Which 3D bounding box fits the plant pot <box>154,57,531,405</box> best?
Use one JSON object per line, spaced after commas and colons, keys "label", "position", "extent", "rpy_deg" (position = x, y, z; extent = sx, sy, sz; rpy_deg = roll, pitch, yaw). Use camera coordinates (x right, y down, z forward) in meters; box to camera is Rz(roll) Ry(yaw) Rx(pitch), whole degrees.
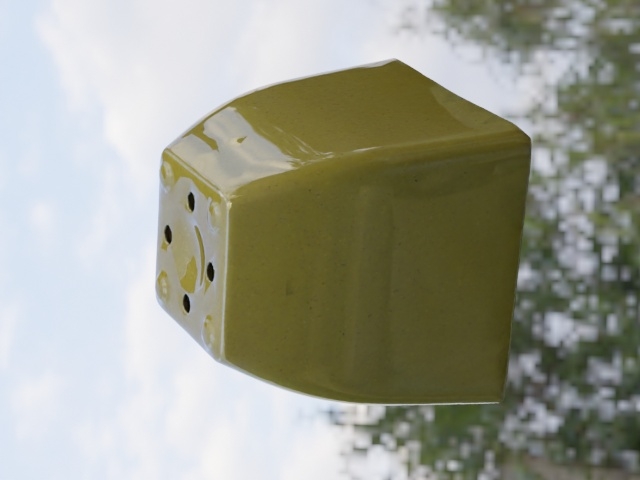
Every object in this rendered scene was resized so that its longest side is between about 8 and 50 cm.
{"label": "plant pot", "position": [0.000, 0.000, 0.559], "extent": [0.081, 0.083, 0.081], "rpy_deg": [37, 128, 55]}
